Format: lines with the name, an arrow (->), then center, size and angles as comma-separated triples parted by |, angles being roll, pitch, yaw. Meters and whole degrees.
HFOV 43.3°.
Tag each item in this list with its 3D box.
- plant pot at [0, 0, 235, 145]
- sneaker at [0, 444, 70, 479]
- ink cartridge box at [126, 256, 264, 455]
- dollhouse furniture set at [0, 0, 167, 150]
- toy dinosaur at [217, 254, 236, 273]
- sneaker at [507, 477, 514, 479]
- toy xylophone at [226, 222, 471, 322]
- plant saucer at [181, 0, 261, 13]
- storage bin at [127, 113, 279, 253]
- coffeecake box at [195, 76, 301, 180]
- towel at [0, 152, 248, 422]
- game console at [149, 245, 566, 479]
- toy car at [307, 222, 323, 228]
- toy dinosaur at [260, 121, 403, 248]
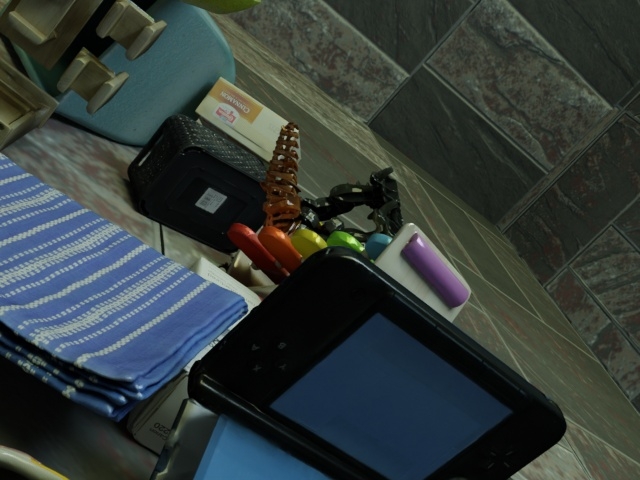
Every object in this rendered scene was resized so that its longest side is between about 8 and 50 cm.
plant pot -> -0.272, -0.288, 1.206 | 0.247, 0.248, 0.252 | 53, 8, 33
sneaker -> -0.150, 0.196, 0.490 | 0.185, 0.084, 0.070 | 36, 57, 0
ink cartridge box -> -0.091, 0.134, 0.802 | 0.158, 0.092, 0.218 | 36, 19, -19
dollhouse furniture set -> -0.321, -0.234, 0.920 | 0.212, 0.242, 0.161 | 39, 16, -13
toy dinosaur -> -0.105, 0.060, 1.050 | 0.090, 0.047, 0.082 | 34, 34, -62
sneaker -> 0.121, 0.259, 1.000 | 0.286, 0.109, 0.130 | 41, 5, -31
toy xylophone -> 0.026, 0.078, 0.922 | 0.322, 0.081, 0.236 | 1, -41, 44
plant saucer -> -0.188, -0.341, 0.970 | 0.188, 0.045, 0.188 | 8, 37, -42
storage bin -> -0.158, -0.074, 1.109 | 0.180, 0.122, 0.084 | 28, 22, -41
coffeecake box -> -0.107, -0.161, 1.253 | 0.142, 0.068, 0.185 | 35, -6, 4
towel -> -0.239, 0.009, 0.687 | 0.335, 0.040, 0.243 | 31, 21, 8
game console -> 0.036, 0.195, 0.621 | 0.293, 0.250, 0.173 | 37, 23, -25
toy car -> -0.074, -0.018, 1.288 | 0.239, 0.053, 0.225 | 32, 20, -29
toy dinosaur -> 0.000, 0.000, 1.038 | 0.322, 0.218, 0.165 | 68, 16, -62
